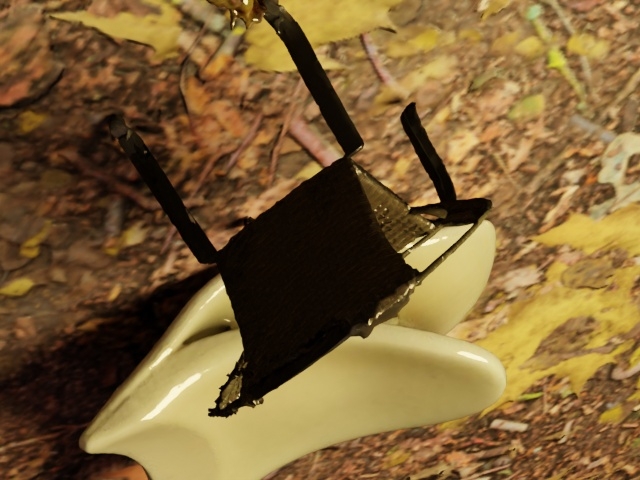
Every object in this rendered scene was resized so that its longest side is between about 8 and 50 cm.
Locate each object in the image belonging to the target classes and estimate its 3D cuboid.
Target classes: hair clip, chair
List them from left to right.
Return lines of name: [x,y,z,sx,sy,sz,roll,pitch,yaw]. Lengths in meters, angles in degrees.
hair clip: [-0.007,0.077,1.100,0.282,0.113,0.172,-19,144,-2]
chair: [0.000,0.000,0.909,0.174,0.213,0.149,-36,139,15]

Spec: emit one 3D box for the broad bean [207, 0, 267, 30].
broad bean: [-0.006,-0.232,0.655,0.144,0.049,0.292,34,79,-43]
